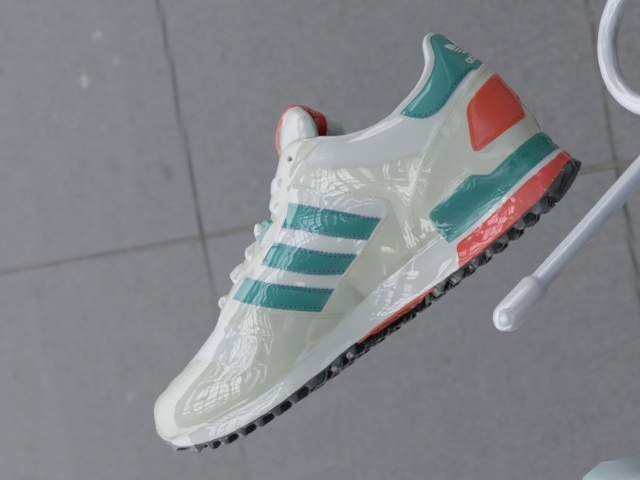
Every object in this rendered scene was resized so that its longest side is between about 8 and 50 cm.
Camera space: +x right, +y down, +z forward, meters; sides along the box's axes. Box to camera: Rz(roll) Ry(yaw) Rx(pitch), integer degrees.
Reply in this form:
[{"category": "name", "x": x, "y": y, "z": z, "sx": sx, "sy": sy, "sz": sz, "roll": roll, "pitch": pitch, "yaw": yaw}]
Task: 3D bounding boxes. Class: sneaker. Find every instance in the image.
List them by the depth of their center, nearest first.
[{"category": "sneaker", "x": 0.000, "y": 0.000, "z": 0.482, "sx": 0.161, "sy": 0.057, "sz": 0.075, "roll": -38, "pitch": 84, "yaw": 15}]

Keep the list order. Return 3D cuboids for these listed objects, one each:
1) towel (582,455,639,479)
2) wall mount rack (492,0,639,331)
[{"category": "towel", "x": 0.152, "y": 0.232, "z": 0.222, "sx": 0.374, "sy": 0.090, "sz": 0.320, "roll": 20, "pitch": 122, "yaw": 49}, {"category": "wall mount rack", "x": 0.238, "y": -0.076, "z": 0.829, "sx": 0.350, "sy": 0.130, "sz": 0.304, "roll": 12, "pitch": 91, "yaw": 54}]
